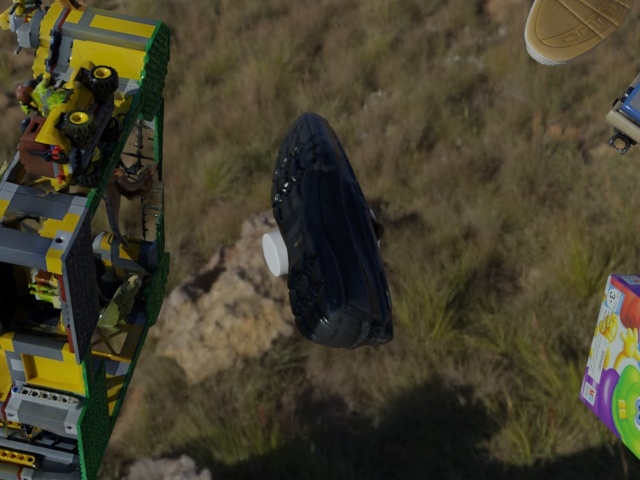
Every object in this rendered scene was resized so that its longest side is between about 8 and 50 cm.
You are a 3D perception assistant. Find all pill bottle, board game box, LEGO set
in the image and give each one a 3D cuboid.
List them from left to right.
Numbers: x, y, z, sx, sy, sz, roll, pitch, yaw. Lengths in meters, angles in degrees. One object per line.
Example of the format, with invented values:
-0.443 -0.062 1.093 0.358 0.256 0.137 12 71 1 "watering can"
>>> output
-0.215 0.002 0.586 0.192 0.331 0.254 12 57 0 "LEGO set"
0.000 0.000 1.029 0.120 0.067 0.067 -16 36 -19 "pill bottle"
0.370 0.147 0.817 0.142 0.144 0.275 1 20 -16 "board game box"

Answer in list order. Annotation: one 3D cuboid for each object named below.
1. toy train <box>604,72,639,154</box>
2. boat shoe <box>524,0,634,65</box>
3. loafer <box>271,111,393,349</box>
0.176 -0.103 0.400 0.027 0.036 0.158 37 90 7 "toy train"
0.325 -0.298 1.122 0.098 0.096 0.277 39 68 2 "boat shoe"
0.010 -0.010 0.758 0.078 0.076 0.223 14 48 -30 "loafer"
